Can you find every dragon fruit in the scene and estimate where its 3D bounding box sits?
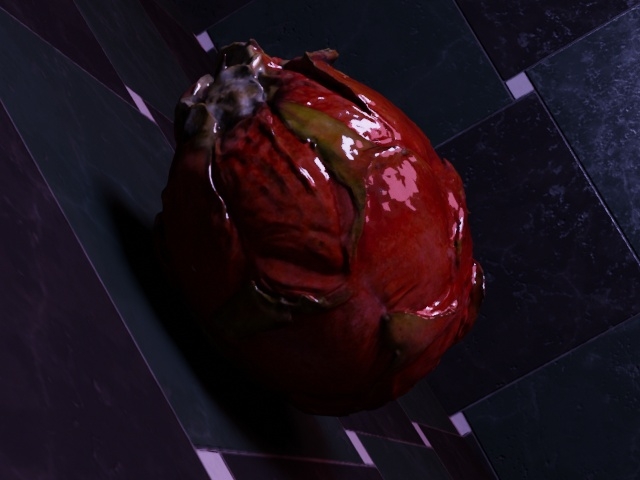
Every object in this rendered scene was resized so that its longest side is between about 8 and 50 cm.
[{"bbox_3d":[0.000,0.000,0.968,0.342,0.277,0.277,52,7,-39],"label":"dragon fruit"}]
